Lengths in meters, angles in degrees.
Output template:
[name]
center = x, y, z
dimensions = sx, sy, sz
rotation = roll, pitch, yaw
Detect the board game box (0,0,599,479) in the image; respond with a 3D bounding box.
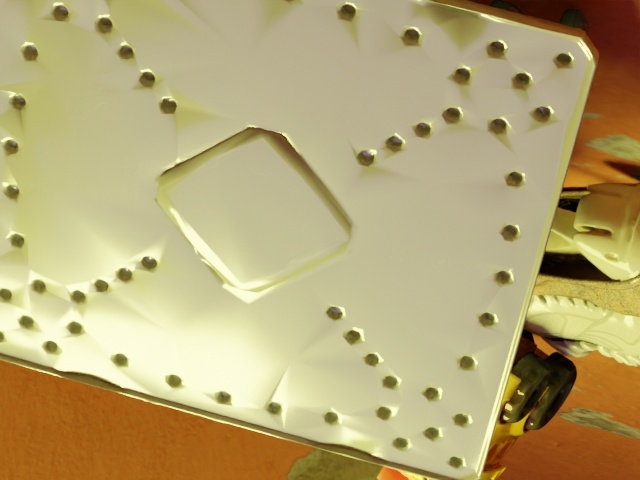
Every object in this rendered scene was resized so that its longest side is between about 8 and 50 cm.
[board game box]
center = -0.040, -0.032, 1.359
dimensions = 0.390, 0.050, 0.390
rotation = 15, 128, 5

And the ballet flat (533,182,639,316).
[ballet flat]
center = 0.222, 0.001, 1.593
dimensions = 0.106, 0.107, 0.316
rotation = 31, 161, -28

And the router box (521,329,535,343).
[router box]
center = 0.072, 0.103, 2.109
dimensions = 0.309, 0.081, 0.243
rotation = 15, -173, 2

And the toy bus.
[toy bus]
center = 0.116, 0.165, 1.869
dimensions = 0.149, 0.211, 0.220
rotation = 35, -172, 19

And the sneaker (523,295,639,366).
[sneaker]
center = 0.236, 0.049, 1.755
dimensions = 0.118, 0.110, 0.292
rotation = 18, 167, -20
